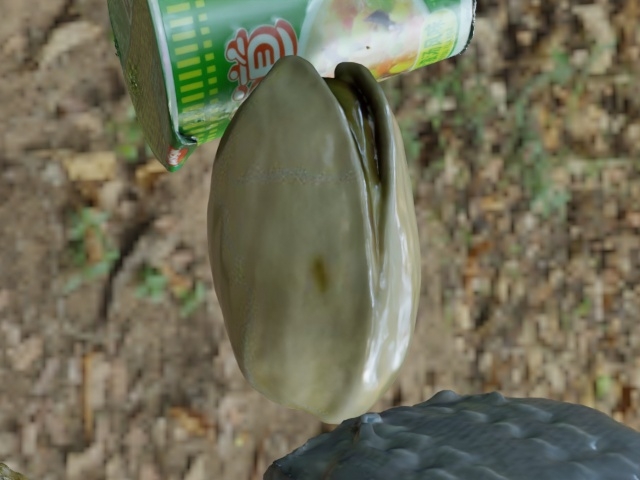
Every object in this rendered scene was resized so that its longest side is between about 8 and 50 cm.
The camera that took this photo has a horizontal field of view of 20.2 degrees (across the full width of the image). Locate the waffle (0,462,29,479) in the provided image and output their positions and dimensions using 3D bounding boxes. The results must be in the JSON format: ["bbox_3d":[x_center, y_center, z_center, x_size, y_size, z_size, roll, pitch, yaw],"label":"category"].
[{"bbox_3d":[-0.163,0.200,1.090,0.160,0.046,0.192,45,0,-44],"label":"waffle"}]

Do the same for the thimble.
[{"bbox_3d":[0.082,0.180,0.821,0.172,0.205,0.236,-5,50,-36],"label":"thimble"}]

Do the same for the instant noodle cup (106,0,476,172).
[{"bbox_3d":[-0.022,-0.172,1.262,0.207,0.232,0.207,167,-90,-77],"label":"instant noodle cup"}]

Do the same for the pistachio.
[{"bbox_3d":[0.000,0.000,1.155,0.137,0.153,0.238,-2,86,-36],"label":"pistachio"}]
